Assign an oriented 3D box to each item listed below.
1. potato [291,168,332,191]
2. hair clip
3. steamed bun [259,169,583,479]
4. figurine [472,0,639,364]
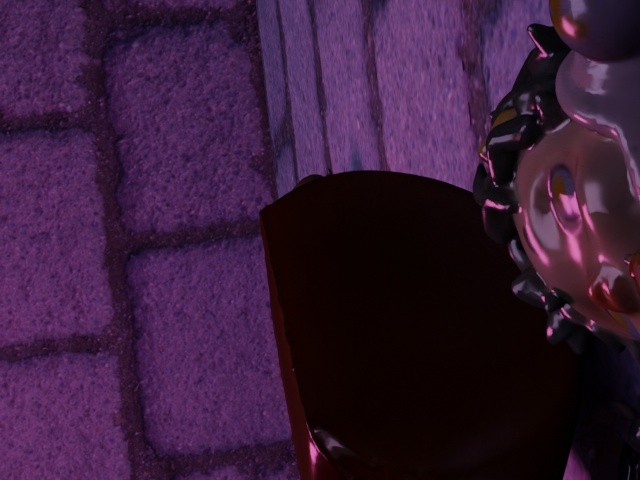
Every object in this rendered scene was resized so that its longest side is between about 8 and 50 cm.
[{"bbox_3d":[0.000,0.000,1.769,0.174,0.159,0.251,30,120,50],"label":"potato"},{"bbox_3d":[0.225,0.208,0.766,0.146,0.056,0.187,-146,59,-81],"label":"hair clip"},{"bbox_3d":[0.092,0.110,0.890,0.379,0.248,0.235,-107,11,-52],"label":"steamed bun"},{"bbox_3d":[0.187,-0.005,0.423,0.382,0.186,0.261,-144,38,-71],"label":"figurine"}]
